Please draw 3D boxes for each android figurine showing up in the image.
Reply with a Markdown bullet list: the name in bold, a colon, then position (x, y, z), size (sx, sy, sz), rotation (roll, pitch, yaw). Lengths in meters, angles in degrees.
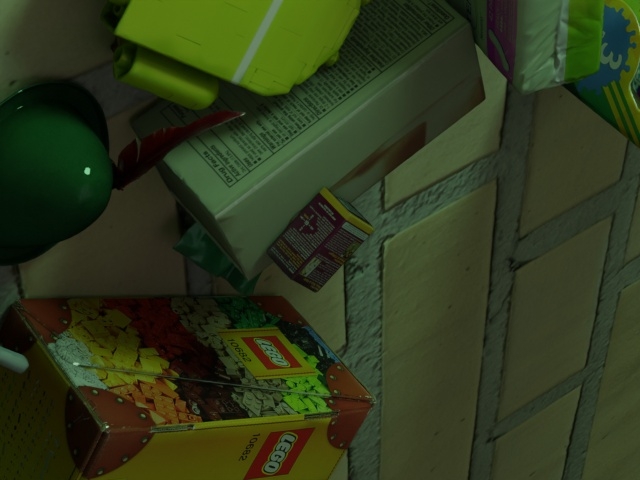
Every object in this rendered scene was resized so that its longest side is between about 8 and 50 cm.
- **android figurine**: position (-0.073, -0.224, 1.264), size (0.272, 0.056, 0.248), rotation (17, 109, -35)

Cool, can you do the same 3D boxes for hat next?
- **hat**: position (-0.191, -0.028, 1.274), size (0.173, 0.183, 0.209), rotation (-32, 141, -36)

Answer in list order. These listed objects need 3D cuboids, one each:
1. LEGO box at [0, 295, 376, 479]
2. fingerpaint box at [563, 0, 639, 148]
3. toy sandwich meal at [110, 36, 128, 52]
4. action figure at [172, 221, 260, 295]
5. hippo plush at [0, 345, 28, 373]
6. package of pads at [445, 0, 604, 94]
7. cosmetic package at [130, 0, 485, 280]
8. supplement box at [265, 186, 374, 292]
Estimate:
- **LEGO box**: position (-0.224, 0.311, 1.615), size (0.372, 0.193, 0.500), rotation (2, 125, -47)
- **fingerpaint box**: position (0.472, -0.276, 1.547), size (0.163, 0.371, 0.445), rotation (1, 127, -46)
- **toy sandwich meal**: position (-0.148, -0.188, 1.310), size (0.085, 0.029, 0.086), rotation (-24, 136, -26)
- **action figure**: position (-0.036, -0.056, 1.532), size (0.232, 0.063, 0.137), rotation (-45, 144, 9)
- **hippo plush**: position (-0.412, 0.077, 1.217), size (0.236, 0.234, 0.294), rotation (-24, -173, 1)
- **package of pads**: position (0.158, -0.306, 1.320), size (0.101, 0.229, 0.297), rotation (-21, 139, -14)
- **cosmetic package**: position (-0.007, -0.121, 1.415), size (0.296, 0.153, 0.129), rotation (-36, 148, -9)
- **supplement box**: position (0.000, 0.000, 1.385), size (0.083, 0.043, 0.055), rotation (-47, 150, 7)
